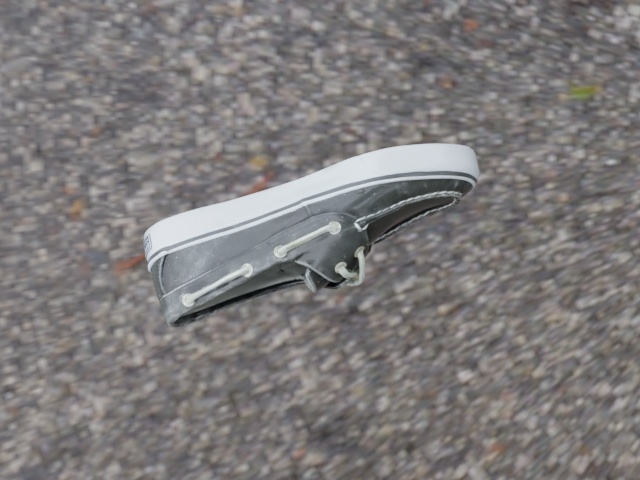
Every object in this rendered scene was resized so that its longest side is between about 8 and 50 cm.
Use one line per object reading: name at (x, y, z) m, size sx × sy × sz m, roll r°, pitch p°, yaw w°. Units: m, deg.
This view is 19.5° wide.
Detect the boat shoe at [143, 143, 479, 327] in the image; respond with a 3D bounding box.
boat shoe at (0.000, 0.000, 1.175) m, size 0.219 × 0.078 × 0.070 m, roll -18°, pitch 70°, yaw 4°
